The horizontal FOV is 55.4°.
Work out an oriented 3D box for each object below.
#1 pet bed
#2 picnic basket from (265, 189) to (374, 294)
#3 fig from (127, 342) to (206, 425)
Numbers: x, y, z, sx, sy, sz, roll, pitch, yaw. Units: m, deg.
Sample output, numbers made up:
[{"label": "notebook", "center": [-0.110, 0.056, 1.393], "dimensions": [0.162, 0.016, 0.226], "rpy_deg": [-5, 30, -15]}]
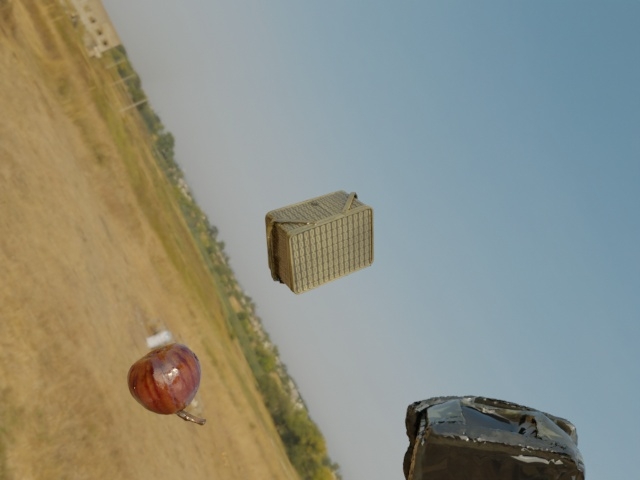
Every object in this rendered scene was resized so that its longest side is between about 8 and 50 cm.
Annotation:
[{"label": "pet bed", "center": [0.175, 0.276, 0.649], "dimensions": [0.159, 0.183, 0.210], "rpy_deg": [-22, 117, -80]}, {"label": "picnic basket", "center": [0.000, 0.000, 0.938], "dimensions": [0.079, 0.164, 0.115], "rpy_deg": [39, -39, 47]}, {"label": "fig", "center": [-0.260, 0.244, 1.061], "dimensions": [0.150, 0.128, 0.128], "rpy_deg": [54, 0, -43]}]
